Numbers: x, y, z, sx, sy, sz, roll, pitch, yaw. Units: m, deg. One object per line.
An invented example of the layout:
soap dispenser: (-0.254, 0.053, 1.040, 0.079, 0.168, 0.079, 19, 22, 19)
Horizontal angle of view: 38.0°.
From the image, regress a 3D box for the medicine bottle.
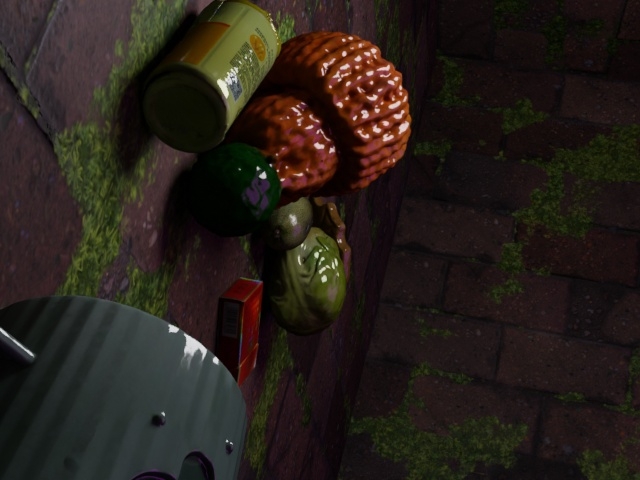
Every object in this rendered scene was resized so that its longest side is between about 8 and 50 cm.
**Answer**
medicine bottle: (-0.133, -0.222, 1.191, 0.239, 0.124, 0.124, -68, 164, -50)

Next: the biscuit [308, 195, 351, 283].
biscuit: (-0.002, 0.000, 2.004, 0.182, 0.034, 0.215, -19, -100, 56)

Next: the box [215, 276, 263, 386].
box: (-0.144, 0.166, 1.646, 0.112, 0.048, 0.175, -52, 150, -68)

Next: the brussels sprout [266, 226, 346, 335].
brussels sprout: (-0.025, 0.085, 1.881, 0.223, 0.161, 0.223, 8, 90, -84)

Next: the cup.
cup: (-0.225, 0.237, 0.682, 0.392, 0.310, 0.400, -76, 171, -46)

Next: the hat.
hat: (-0.048, -0.125, 1.433, 0.400, 0.285, 0.285, -52, 156, -28)

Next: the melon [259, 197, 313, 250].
melon: (-0.062, -0.039, 1.757, 0.162, 0.099, 0.099, -63, 160, -64)

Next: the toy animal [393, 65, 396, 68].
toy animal: (0.080, -0.296, 2.152, 0.082, 0.137, 0.269, -55, 161, -59)
